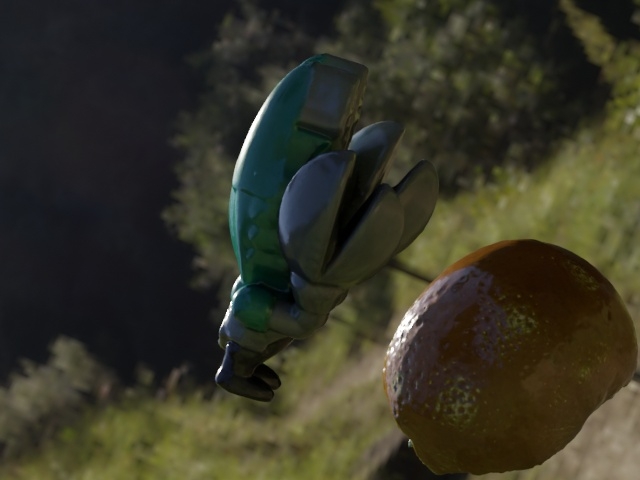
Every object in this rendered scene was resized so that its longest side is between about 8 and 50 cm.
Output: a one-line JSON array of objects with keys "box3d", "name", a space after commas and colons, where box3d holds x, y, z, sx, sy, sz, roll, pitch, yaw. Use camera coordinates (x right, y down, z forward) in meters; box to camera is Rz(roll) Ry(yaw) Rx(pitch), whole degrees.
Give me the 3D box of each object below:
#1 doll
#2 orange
[{"box3d": [0.004, -0.011, 1.451, 0.195, 0.153, 0.258, -72, -2, -49], "name": "doll"}, {"box3d": [0.170, 0.089, 1.624, 0.237, 0.179, 0.158, -26, -38, -39], "name": "orange"}]
